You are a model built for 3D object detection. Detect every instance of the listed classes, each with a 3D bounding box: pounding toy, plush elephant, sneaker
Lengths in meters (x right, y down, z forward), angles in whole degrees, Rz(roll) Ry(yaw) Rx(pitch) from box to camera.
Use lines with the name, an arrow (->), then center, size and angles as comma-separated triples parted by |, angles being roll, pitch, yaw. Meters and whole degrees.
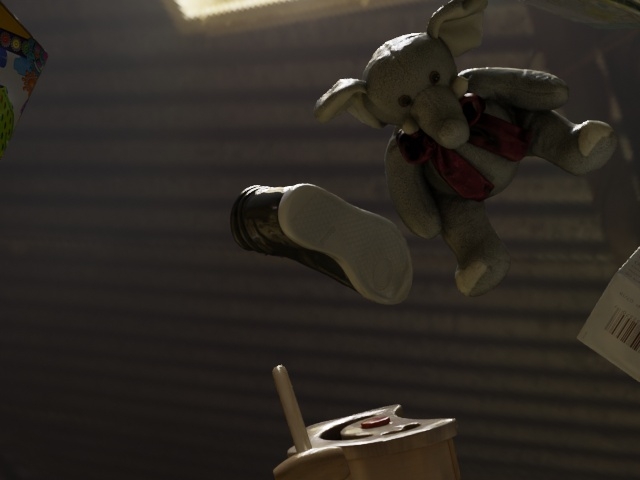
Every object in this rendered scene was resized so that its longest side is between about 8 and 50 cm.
pounding toy -> 0.048, 0.173, 1.241 | 0.154, 0.155, 0.269 | -12, 0, 6
plush elephant -> 0.154, -0.151, 1.684 | 0.255, 0.272, 0.330 | 31, 18, -53
sneaker -> 0.000, -0.001, 1.824 | 0.146, 0.105, 0.295 | 8, -17, 43

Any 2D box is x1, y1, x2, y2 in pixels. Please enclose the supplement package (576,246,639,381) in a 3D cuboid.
supplement package -> 0.377, 0.061, 1.498 | 0.105, 0.179, 0.105 | 35, -50, 16

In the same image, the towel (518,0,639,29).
towel -> 0.240, -0.334, 1.585 | 0.320, 0.090, 0.374 | 19, 5, -11

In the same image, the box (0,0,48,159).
box -> -0.398, -0.068, 0.972 | 0.289, 0.279, 0.177 | 1, -31, 32
